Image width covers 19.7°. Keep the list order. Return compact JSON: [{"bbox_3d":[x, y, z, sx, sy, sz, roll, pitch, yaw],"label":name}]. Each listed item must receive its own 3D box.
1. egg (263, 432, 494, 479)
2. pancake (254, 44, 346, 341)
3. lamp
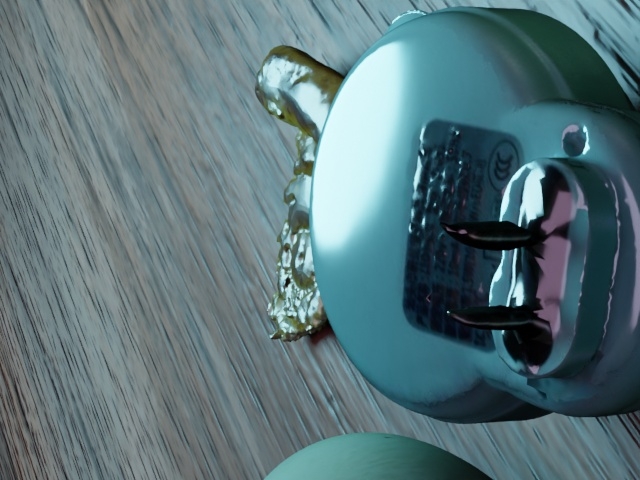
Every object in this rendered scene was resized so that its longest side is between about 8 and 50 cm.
[{"bbox_3d":[0.049,0.247,0.894,0.371,0.230,0.230,-106,29,-49],"label":"egg"},{"bbox_3d":[0.000,0.000,1.223,0.244,0.057,0.266,116,146,-44],"label":"pancake"},{"bbox_3d":[0.091,-0.007,0.906,0.284,0.147,0.209,-143,55,-71],"label":"lamp"}]
